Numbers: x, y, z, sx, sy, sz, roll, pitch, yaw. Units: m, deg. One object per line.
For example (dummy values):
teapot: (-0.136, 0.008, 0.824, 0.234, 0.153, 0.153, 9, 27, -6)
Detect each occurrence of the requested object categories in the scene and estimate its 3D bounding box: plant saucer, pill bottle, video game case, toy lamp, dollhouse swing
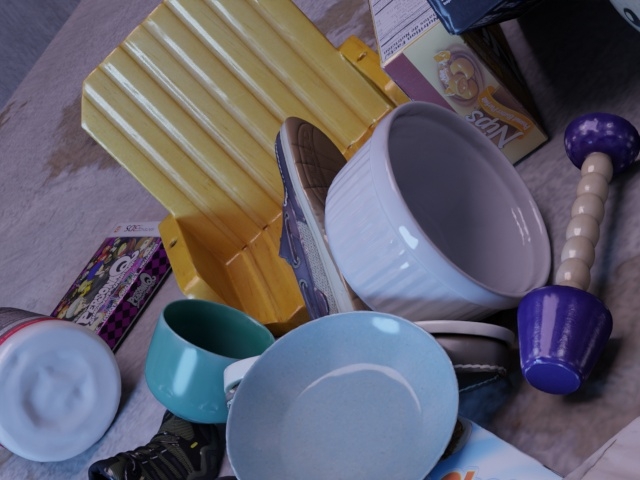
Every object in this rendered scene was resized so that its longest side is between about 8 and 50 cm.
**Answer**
plant saucer: (0.020, 0.145, 0.927, 0.195, 0.037, 0.195, -12, 49, 14)
pill bottle: (-0.405, 0.180, 1.526, 0.318, 0.176, 0.176, 4, 55, 56)
video game case: (-0.307, 0.071, 1.682, 0.210, 0.042, 0.232, 0, 52, 57)
toy lamp: (0.219, 0.006, 0.976, 0.080, 0.080, 0.274, -21, 37, 40)
dollhouse swing: (-0.081, -0.122, 1.335, 0.347, 0.305, 0.315, -43, 27, 5)

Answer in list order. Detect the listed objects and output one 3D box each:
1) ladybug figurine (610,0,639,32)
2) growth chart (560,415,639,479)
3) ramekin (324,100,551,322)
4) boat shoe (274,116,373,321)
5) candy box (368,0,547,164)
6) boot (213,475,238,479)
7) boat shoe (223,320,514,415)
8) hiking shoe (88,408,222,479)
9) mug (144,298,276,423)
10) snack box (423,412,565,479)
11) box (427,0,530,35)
ladybug figurine: (0.417, -0.243, 0.857, 0.449, 0.305, 0.161, -13, 83, 41)
growth chart: (0.217, 0.164, 0.716, 0.237, 0.021, 0.172, -29, 23, -24)
ramekin: (0.100, -0.012, 1.045, 0.109, 0.207, 0.207, -39, 26, 37)
boat shoe: (0.000, 0.000, 1.193, 0.092, 0.103, 0.285, -39, 59, 31)
candy box: (0.140, -0.223, 1.285, 0.087, 0.183, 0.316, -37, 28, 19)
boot: (-0.094, 0.368, 0.917, 0.338, 0.118, 0.223, -65, 13, -10)
boat shoe: (0.038, 0.140, 1.032, 0.305, 0.109, 0.091, -17, 59, 34)
hiking shoe: (-0.176, 0.241, 1.182, 0.086, 0.114, 0.227, -28, 32, 31)
mug: (-0.116, 0.141, 1.217, 0.158, 0.129, 0.097, 48, 123, 53)
snack box: (0.125, 0.248, 0.801, 0.187, 0.060, 0.322, -50, 27, -9)
box: (0.275, -0.343, 1.171, 0.318, 0.097, 0.395, -34, 0, 23)
